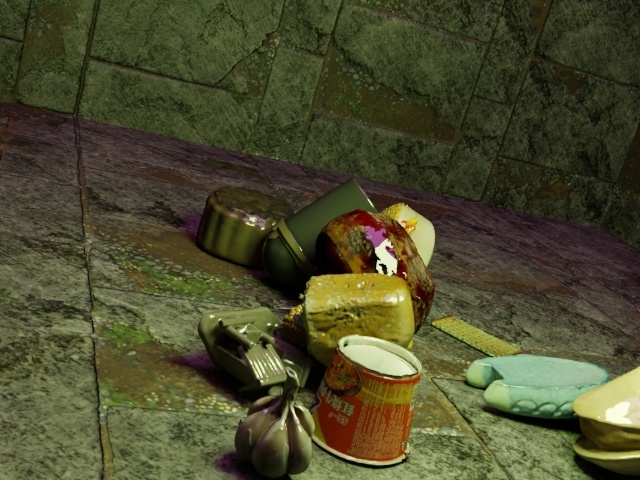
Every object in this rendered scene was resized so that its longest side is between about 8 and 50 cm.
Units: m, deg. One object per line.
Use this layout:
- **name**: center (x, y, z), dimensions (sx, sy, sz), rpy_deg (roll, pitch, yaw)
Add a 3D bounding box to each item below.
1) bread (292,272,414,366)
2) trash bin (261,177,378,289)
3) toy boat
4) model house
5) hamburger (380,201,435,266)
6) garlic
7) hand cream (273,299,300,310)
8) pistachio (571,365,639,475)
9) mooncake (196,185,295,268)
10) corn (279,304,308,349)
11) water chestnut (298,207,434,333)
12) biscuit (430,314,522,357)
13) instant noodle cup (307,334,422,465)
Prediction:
- **bread**: center (0.066, 0.168, 1.665), dimensions (0.246, 0.176, 0.195), rpy_deg (-3, 14, 4)
- **trash bin**: center (0.000, 0.000, 2.141), dimensions (0.214, 0.333, 0.214), rpy_deg (57, 3, -5)
- **toy boat**: center (0.506, 0.353, 1.865), dimensions (0.329, 0.123, 0.215), rpy_deg (1, 11, -13)
- **model house**: center (-0.117, 0.225, 1.600), dimensions (0.188, 0.122, 0.229), rpy_deg (33, 18, 35)
- **hamburger**: center (0.197, 0.029, 2.290), dimensions (0.179, 0.276, 0.294), rpy_deg (26, 4, -7)
- **garlic**: center (-0.059, 0.297, 1.314), dimensions (0.131, 0.194, 0.127), rpy_deg (25, 27, 9)
- **hand cream**: center (-0.037, 0.169, 2.040), dimensions (0.165, 0.037, 0.057), rpy_deg (8, 17, -6)
- **pistachio**: center (0.669, 0.377, 1.687), dimensions (0.321, 0.229, 0.238), rpy_deg (-6, 1, -21)
- **mooncake**: center (-0.201, -0.040, 2.329), dimensions (0.290, 0.161, 0.290), rpy_deg (16, 18, -5)
- **corn**: center (0.041, 0.230, 1.788), dimensions (0.291, 0.101, 0.101), rpy_deg (25, 18, 25)
- **water chestnut**: center (0.094, 0.111, 1.916), dimensions (0.302, 0.351, 0.350), rpy_deg (-20, 28, -14)
- **biscuit**: center (0.418, 0.262, 2.192), dimensions (0.231, 0.016, 0.139), rpy_deg (27, 18, 32)
- **instant noodle cup**: center (0.089, 0.285, 1.503), dimensions (0.213, 0.174, 0.213), rpy_deg (15, 15, -4)
